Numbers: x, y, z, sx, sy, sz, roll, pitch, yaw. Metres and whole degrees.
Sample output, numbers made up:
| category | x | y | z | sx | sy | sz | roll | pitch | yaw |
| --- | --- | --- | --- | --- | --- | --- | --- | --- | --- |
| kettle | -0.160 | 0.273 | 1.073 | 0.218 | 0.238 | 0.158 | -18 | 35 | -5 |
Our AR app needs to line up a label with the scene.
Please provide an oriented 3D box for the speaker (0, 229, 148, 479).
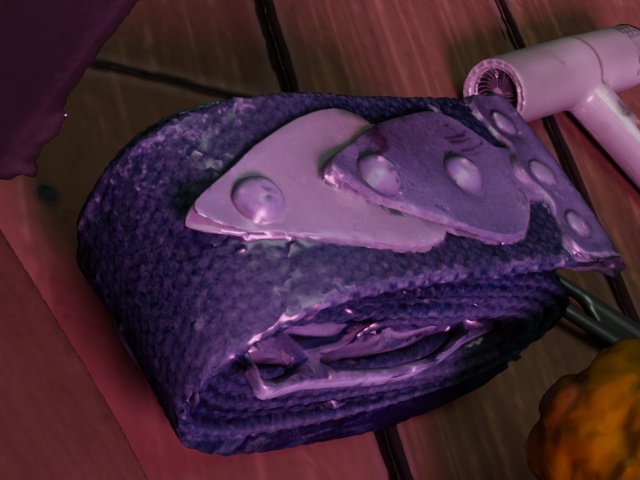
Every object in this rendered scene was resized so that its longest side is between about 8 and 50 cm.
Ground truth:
| category | x | y | z | sx | sy | sz | roll | pitch | yaw |
| --- | --- | --- | --- | --- | --- | --- | --- | --- | --- |
| speaker | -0.184 | 0.037 | 0.364 | 0.192 | 0.153 | 0.231 | -15 | 64 | -46 |

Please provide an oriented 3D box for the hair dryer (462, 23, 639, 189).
| category | x | y | z | sx | sy | sz | roll | pitch | yaw |
| --- | --- | --- | --- | --- | --- | --- | --- | --- | --- |
| hair dryer | 0.179 | -0.039 | 0.840 | 0.155 | 0.044 | 0.183 | -20 | 71 | -46 |

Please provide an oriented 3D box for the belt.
| category | x | y | z | sx | sy | sz | roll | pitch | yaw |
| --- | --- | --- | --- | --- | --- | --- | --- | --- | --- |
| belt | 0.000 | 0.001 | 0.582 | 0.218 | 0.122 | 0.128 | -5 | 55 | -51 |

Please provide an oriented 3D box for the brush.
| category | x | y | z | sx | sy | sz | roll | pitch | yaw |
| --- | --- | --- | --- | --- | --- | --- | --- | --- | --- |
| brush | 0.176 | 0.058 | 0.752 | 0.266 | 0.027 | 0.062 | 31 | 40 | -13 |

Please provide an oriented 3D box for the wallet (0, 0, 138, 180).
| category | x | y | z | sx | sy | sz | roll | pitch | yaw |
| --- | --- | --- | --- | --- | --- | --- | --- | --- | --- |
| wallet | -0.236 | -0.116 | 0.436 | 0.377 | 0.197 | 0.051 | 19 | 56 | -27 |

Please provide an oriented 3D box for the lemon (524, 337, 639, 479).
| category | x | y | z | sx | sy | sz | roll | pitch | yaw |
| --- | --- | --- | --- | --- | --- | --- | --- | --- | --- |
| lemon | 0.189 | 0.133 | 0.553 | 0.260 | 0.204 | 0.204 | 37 | 38 | -2 |
